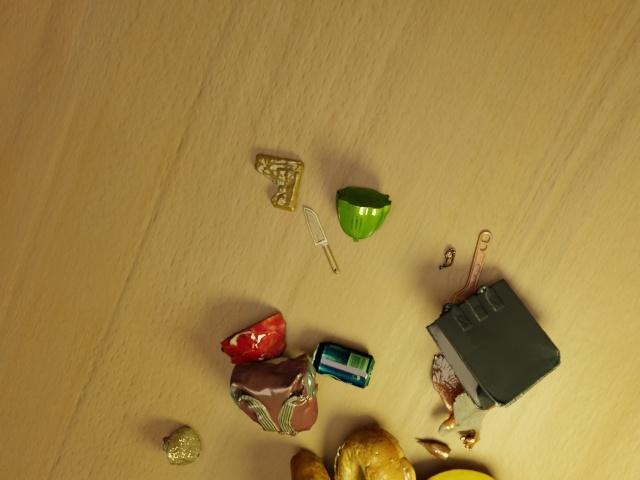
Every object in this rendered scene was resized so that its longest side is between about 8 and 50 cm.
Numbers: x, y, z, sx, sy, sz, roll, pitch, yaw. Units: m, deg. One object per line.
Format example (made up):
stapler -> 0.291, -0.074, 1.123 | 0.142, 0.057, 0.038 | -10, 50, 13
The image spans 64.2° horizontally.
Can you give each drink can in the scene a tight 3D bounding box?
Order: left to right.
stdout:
drink can -> 0.076, 0.418, 1.726 | 0.205, 0.118, 0.118 | 17, 98, 11

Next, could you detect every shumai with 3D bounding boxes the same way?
shumai -> -0.526, 0.765, 1.891 | 0.116, 0.145, 0.145 | -23, 90, 37

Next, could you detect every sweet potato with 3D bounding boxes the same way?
sweet potato -> 0.381, 0.703, 1.726 | 0.117, 0.049, 0.049 | 17, 98, 16

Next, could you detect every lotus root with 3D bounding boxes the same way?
lotus root -> 0.129, -0.068, 1.657 | 0.186, 0.186, 0.186 | 1, 95, 12

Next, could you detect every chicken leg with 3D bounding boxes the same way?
chicken leg -> 0.420, 0.065, 1.671 | 0.036, 0.021, 0.083 | 22, 104, -1

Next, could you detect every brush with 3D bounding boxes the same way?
brush -> 0.500, 0.119, 1.663 | 0.090, 0.017, 0.314 | 15, 98, 7

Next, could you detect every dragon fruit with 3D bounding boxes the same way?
dragon fruit -> -0.243, 0.365, 1.782 | 0.262, 0.189, 0.163 | -27, 59, 16

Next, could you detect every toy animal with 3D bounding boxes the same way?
toy animal -> 0.519, 0.529, 1.666 | 0.284, 0.225, 0.302 | -4, 108, -8

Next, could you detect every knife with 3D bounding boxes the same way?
knife -> 0.000, 0.000, 1.751 | 0.046, 0.022, 0.256 | -23, 90, 17

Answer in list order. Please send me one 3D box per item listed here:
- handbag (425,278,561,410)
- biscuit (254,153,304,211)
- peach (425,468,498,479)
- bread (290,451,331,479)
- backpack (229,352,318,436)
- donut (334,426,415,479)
handbag -> 0.517, 0.306, 1.544 | 0.303, 0.122, 0.329 | -26, 73, -24
biscuit -> -0.149, -0.198, 1.754 | 0.174, 0.039, 0.183 | 9, 96, 10
peach -> 0.434, 0.920, 1.640 | 0.380, 0.242, 0.306 | -13, 115, 3
bread -> -0.008, 0.896, 1.687 | 0.148, 0.337, 0.328 | -8, 91, -6
backpack -> -0.140, 0.545, 1.719 | 0.283, 0.197, 0.317 | -7, 122, 8
donut -> 0.170, 0.789, 1.681 | 0.299, 0.150, 0.317 | -47, 58, 39
